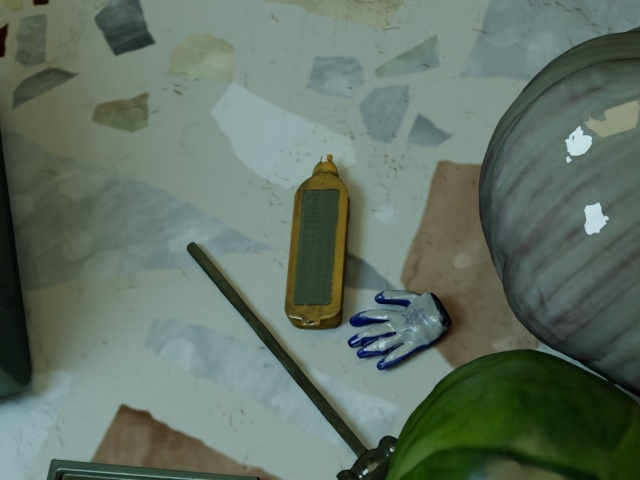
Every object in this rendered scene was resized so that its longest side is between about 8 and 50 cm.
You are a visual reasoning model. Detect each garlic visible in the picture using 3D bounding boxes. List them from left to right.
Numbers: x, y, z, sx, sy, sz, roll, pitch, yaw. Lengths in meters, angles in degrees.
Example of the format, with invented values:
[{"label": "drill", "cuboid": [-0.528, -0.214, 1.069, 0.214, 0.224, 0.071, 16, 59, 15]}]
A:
[{"label": "garlic", "cuboid": [0.250, -0.018, 0.888, 0.317, 0.259, 0.317, 17, 41, -16]}]

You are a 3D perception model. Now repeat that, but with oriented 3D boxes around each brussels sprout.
[{"label": "brussels sprout", "cuboid": [0.135, 0.218, 0.815, 0.219, 0.210, 0.271, 29, 91, -1]}]

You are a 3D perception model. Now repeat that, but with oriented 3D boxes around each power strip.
[{"label": "power strip", "cuboid": [0.000, 0.000, 1.066, 0.049, 0.028, 0.178, -1, 60, 10]}]

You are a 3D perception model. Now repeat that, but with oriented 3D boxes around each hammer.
[{"label": "hammer", "cuboid": [-0.035, 0.097, 1.021, 0.058, 0.029, 0.292, -35, 58, -13]}]

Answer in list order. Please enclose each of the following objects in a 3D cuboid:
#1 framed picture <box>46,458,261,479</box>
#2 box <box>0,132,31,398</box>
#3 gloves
[{"label": "framed picture", "cuboid": [-0.152, 0.294, 0.933, 0.184, 0.016, 0.250, 1, 61, 11]}, {"label": "box", "cuboid": [-0.365, -0.095, 0.982, 0.111, 0.396, 0.396, -18, 60, 5]}, {"label": "gloves", "cuboid": [0.063, 0.071, 1.016, 0.086, 0.026, 0.064, -28, 57, 0]}]
